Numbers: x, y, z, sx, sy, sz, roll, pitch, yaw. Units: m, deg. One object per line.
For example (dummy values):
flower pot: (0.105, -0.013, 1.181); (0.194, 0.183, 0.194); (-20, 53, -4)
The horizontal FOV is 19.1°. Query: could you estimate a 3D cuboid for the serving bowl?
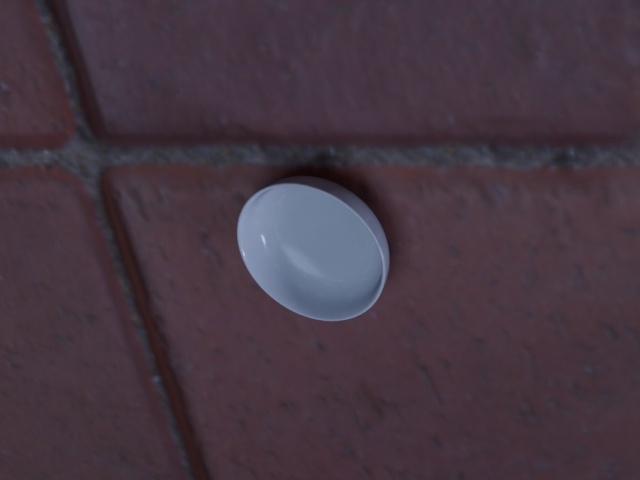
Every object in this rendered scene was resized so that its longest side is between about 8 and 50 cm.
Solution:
serving bowl: (0.000, 0.000, 0.977); (0.083, 0.027, 0.083); (15, 128, 20)
